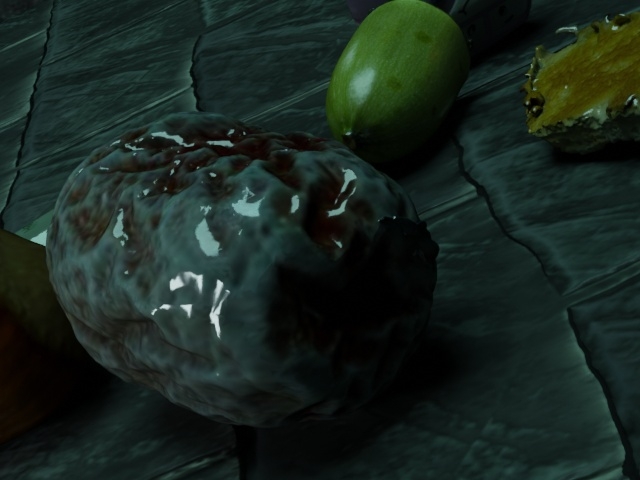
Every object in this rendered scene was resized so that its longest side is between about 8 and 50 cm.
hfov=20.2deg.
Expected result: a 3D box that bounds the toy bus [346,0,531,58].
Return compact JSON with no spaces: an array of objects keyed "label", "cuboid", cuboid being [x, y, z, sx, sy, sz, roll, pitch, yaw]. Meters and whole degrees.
[{"label":"toy bus","cuboid":[0.120,-0.263,1.844,0.142,0.142,0.202,-31,20,-14]}]

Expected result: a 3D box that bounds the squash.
[{"label":"squash","cuboid":[0.061,-0.137,1.645,0.123,0.123,0.186,-15,22,27]}]

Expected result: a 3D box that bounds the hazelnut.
[{"label":"hazelnut","cuboid":[-0.275,0.086,1.438,0.186,0.210,0.210,2,25,7]}]

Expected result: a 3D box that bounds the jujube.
[{"label":"jujube","cuboid":[-0.056,0.018,1.271,0.226,0.226,0.317,-37,26,-27]}]

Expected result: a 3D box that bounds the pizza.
[{"label":"pizza","cuboid":[0.254,-0.138,1.486,0.189,0.071,0.297,-48,24,-21]}]

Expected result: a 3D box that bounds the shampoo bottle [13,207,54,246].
[{"label":"shampoo bottle","cuboid":[-0.217,-0.003,1.690,0.262,0.085,0.085,-33,21,-17]}]
